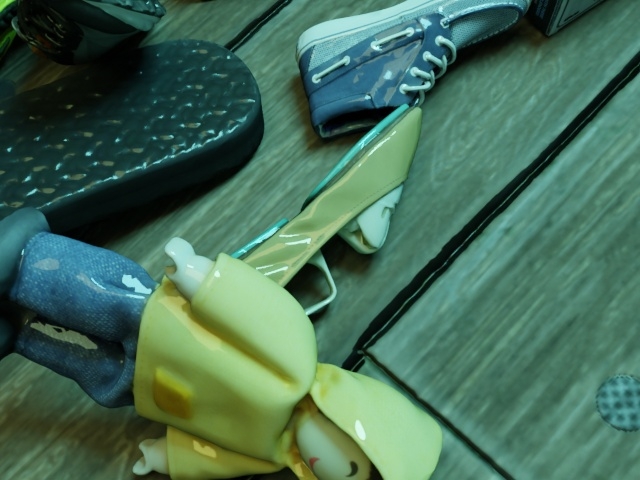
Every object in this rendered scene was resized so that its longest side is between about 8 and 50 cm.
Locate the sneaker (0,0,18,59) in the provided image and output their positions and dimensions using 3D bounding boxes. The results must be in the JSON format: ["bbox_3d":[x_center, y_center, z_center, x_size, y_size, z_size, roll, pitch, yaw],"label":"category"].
[{"bbox_3d":[-0.296,-0.253,0.664,0.123,0.109,0.295,40,82,-4],"label":"sneaker"}]

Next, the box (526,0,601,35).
[{"bbox_3d":[0.167,-0.331,0.620,0.169,0.087,0.290,-33,73,-7],"label":"box"}]

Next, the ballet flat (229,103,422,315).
[{"bbox_3d":[0.000,0.000,0.531,0.232,0.080,0.073,-41,90,-8],"label":"ballet flat"}]

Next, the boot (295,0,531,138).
[{"bbox_3d":[0.077,-0.139,0.587,0.190,0.069,0.086,-15,67,13],"label":"boot"}]

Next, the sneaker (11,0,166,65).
[{"bbox_3d":[-0.189,-0.180,0.586,0.108,0.271,0.100,-42,106,1],"label":"sneaker"}]

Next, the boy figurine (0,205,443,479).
[{"bbox_3d":[-0.070,0.088,0.447,0.285,0.177,0.092,25,31,4],"label":"boy figurine"}]

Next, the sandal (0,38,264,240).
[{"bbox_3d":[-0.251,-0.024,0.580,0.445,0.107,0.168,-19,58,-14],"label":"sandal"}]
